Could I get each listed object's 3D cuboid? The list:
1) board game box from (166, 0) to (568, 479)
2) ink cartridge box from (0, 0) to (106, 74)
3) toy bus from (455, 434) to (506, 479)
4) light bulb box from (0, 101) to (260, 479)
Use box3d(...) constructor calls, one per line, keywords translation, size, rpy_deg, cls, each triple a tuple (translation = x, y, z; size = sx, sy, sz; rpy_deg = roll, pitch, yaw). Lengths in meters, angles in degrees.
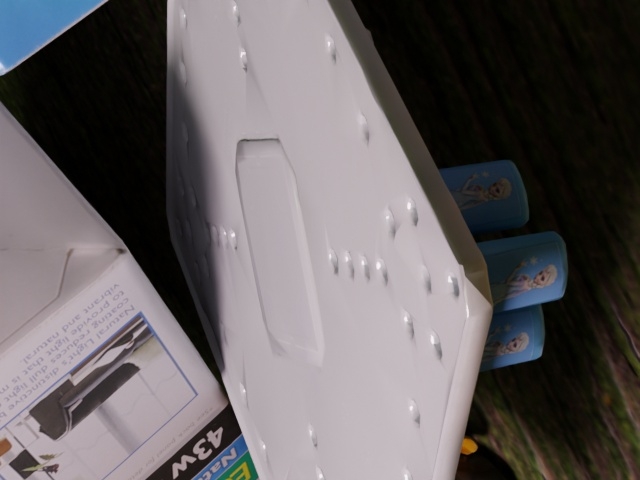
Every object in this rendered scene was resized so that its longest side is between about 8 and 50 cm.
box3d(translation=(0.000, 0.000, 0.967), size=(0.390, 0.050, 0.390), rpy_deg=(96, 156, -49), cls="board game box")
box3d(translation=(-0.222, -0.254, 1.019), size=(0.307, 0.129, 0.223), rpy_deg=(55, 173, -18), cls="ink cartridge box")
box3d(translation=(0.022, 0.203, 1.222), size=(0.211, 0.149, 0.220), rpy_deg=(31, 142, 54), cls="toy bus")
box3d(translation=(-0.241, 0.046, 1.222), size=(0.358, 0.225, 0.361), rpy_deg=(47, 171, 30), cls="light bulb box")
